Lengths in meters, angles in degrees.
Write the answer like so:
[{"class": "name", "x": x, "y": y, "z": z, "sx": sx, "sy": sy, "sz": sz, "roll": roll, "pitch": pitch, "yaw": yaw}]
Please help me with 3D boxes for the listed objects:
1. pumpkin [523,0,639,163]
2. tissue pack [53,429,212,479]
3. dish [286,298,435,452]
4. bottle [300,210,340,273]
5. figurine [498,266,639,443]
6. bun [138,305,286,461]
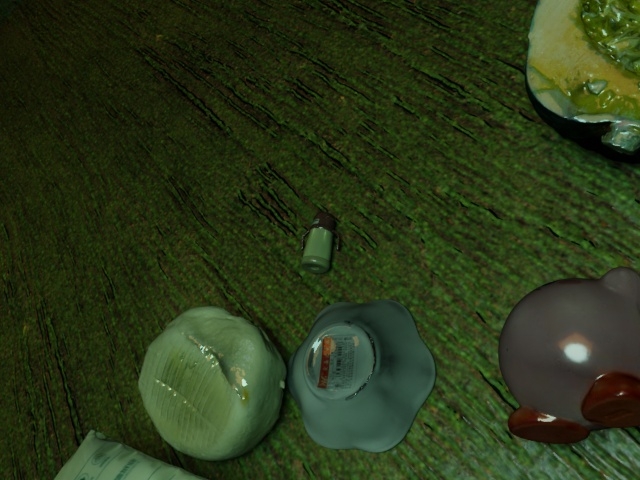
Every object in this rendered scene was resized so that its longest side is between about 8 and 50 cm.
[{"class": "pumpkin", "x": 0.415, "y": -0.212, "z": 0.703, "sx": 0.293, "sy": 0.197, "sz": 0.263, "roll": 26, "pitch": 93, "yaw": 29}, {"class": "tissue pack", "x": -0.260, "y": 0.455, "z": 0.673, "sx": 0.297, "sy": 0.207, "sz": 0.380, "roll": 7, "pitch": 50, "yaw": 34}, {"class": "dish", "x": 0.038, "y": 0.172, "z": 0.784, "sx": 0.229, "sy": 0.081, "sz": 0.229, "roll": -13, "pitch": 61, "yaw": 24}, {"class": "bottle", "x": 0.002, "y": 0.000, "z": 0.916, "sx": 0.063, "sy": 0.047, "sz": 0.101, "roll": 14, "pitch": 64, "yaw": -5}, {"class": "figurine", "x": 0.281, "y": 0.122, "z": 0.623, "sx": 0.173, "sy": 0.173, "sz": 0.173, "roll": -13, "pitch": 61, "yaw": 23}, {"class": "bun", "x": -0.151, "y": 0.203, "z": 0.843, "sx": 0.229, "sy": 0.145, "sz": 0.229, "roll": 7, "pitch": 103, "yaw": 29}]
